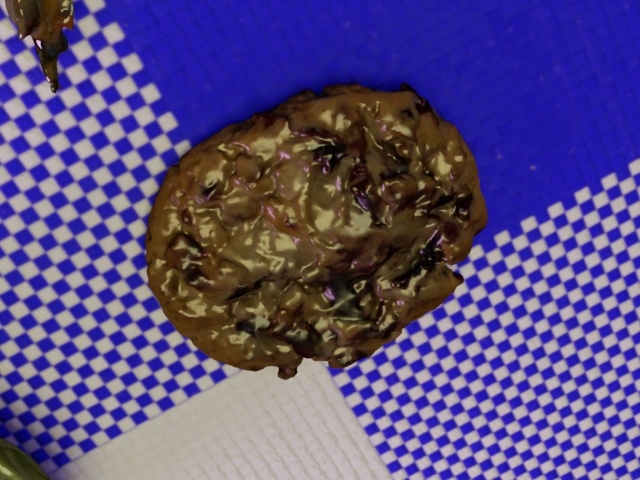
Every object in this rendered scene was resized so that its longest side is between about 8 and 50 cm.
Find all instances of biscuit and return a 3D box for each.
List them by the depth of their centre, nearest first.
[{"bbox_3d":[0.002,0.003,0.960,0.334,0.081,0.289,-32,117,6],"label":"biscuit"}]

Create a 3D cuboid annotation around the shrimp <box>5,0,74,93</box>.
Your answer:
[{"bbox_3d":[-0.272,-0.237,0.795,0.145,0.059,0.254,-2,115,-9],"label":"shrimp"}]

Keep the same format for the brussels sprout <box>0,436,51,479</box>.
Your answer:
[{"bbox_3d":[-0.373,0.321,0.942,0.328,0.247,0.328,-7,120,-12],"label":"brussels sprout"}]
